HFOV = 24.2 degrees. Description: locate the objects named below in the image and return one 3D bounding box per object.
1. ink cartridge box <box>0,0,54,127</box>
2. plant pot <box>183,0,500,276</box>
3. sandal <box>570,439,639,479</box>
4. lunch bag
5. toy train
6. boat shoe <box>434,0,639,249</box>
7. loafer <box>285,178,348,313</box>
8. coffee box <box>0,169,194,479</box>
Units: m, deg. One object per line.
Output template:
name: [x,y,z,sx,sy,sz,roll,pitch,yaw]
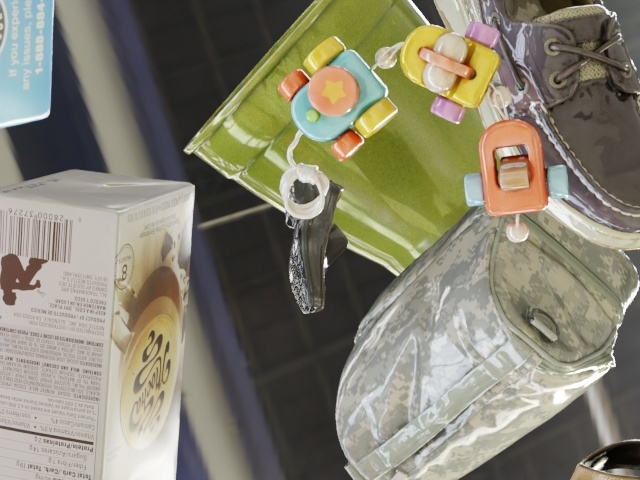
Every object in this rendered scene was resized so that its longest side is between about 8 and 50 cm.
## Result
ink cartridge box: [-0.257,-0.135,0.527,0.270,0.197,0.198,-21,-56,-49]
plant pot: [0.070,-0.140,1.994,0.353,0.366,0.366,42,-127,-7]
sandal: [0.210,0.165,1.019,0.060,0.219,0.090,49,-139,5]
lunch bag: [0.163,0.118,1.585,0.212,0.305,0.256,44,-144,-2]
toy train: [0.053,-0.059,0.832,0.046,0.166,0.125,-14,-78,-78]
boat shoe: [0.160,-0.125,1.013,0.102,0.092,0.285,-8,-122,-24]
loafer: [0.000,0.000,1.544,0.061,0.062,0.170,5,-123,-12]
coffee box: [-0.187,0.104,1.179,0.168,0.118,0.297,-32,-51,-72]
